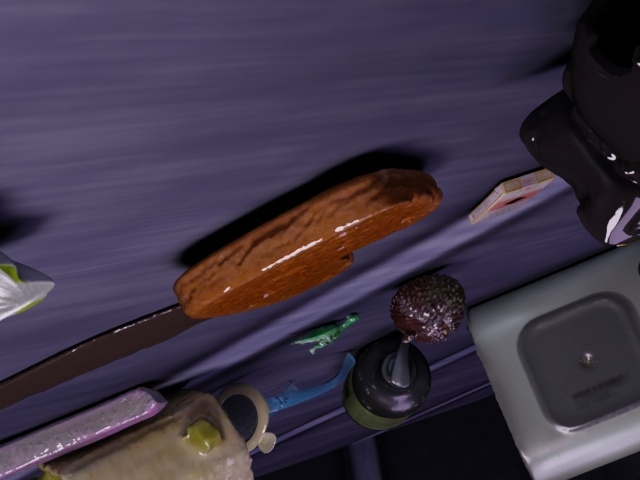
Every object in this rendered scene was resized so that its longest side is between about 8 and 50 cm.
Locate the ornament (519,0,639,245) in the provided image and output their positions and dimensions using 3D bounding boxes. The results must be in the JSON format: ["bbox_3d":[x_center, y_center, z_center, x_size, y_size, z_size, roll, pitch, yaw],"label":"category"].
[{"bbox_3d":[0.232,-0.119,0.695,0.251,0.106,0.260,-26,161,-16],"label":"ornament"}]

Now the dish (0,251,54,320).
[{"bbox_3d":[-0.186,0.017,0.666,0.091,0.039,0.137,-31,167,19],"label":"dish"}]

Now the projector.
[{"bbox_3d":[0.355,0.164,1.803,0.249,0.248,0.248,-24,168,9],"label":"projector"}]

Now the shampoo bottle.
[{"bbox_3d":[0.088,0.182,1.772,0.101,0.101,0.284,-20,169,-8],"label":"shampoo bottle"}]

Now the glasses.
[{"bbox_3d":[-0.076,0.192,1.689,0.190,0.088,0.220,-34,-177,43],"label":"glasses"}]

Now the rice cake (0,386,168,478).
[{"bbox_3d":[-0.250,0.193,1.362,0.207,0.036,0.047,-22,-179,0],"label":"rice cake"}]

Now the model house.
[{"bbox_3d":[-0.193,0.251,1.451,0.193,0.174,0.234,-24,159,-25],"label":"model house"}]

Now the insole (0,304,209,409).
[{"bbox_3d":[-0.204,0.102,1.107,0.328,0.007,0.111,-24,167,11],"label":"insole"}]

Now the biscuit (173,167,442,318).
[{"bbox_3d":[0.000,-0.001,0.933,0.192,0.036,0.186,-28,170,26],"label":"biscuit"}]

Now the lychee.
[{"bbox_3d":[0.106,0.068,1.363,0.083,0.067,0.068,-42,-158,-14],"label":"lychee"}]

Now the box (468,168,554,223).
[{"bbox_3d":[0.153,-0.036,1.109,0.046,0.012,0.083,-18,168,-17],"label":"box"}]

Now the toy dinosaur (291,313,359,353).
[{"bbox_3d":[0.008,0.096,1.433,0.062,0.021,0.083,-33,170,16],"label":"toy dinosaur"}]

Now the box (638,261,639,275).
[{"bbox_3d":[0.504,0.029,1.554,0.166,0.220,0.290,-33,172,-17],"label":"box"}]
